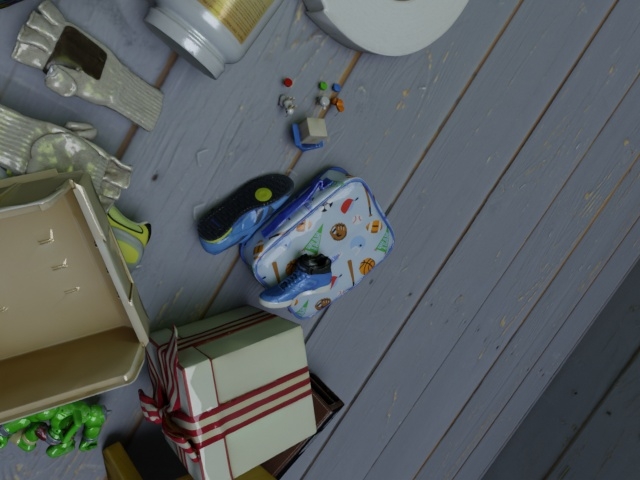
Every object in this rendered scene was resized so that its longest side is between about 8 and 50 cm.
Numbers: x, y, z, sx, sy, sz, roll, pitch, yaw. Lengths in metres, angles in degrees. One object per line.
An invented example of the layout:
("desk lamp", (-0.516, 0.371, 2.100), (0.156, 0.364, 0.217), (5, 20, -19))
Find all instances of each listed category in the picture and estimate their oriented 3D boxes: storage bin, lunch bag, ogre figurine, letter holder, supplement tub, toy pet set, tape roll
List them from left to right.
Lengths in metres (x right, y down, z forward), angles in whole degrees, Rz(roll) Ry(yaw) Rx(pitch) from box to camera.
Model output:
("storage bin", (-0.374, 0.073, 0.524), (0.260, 0.123, 0.262), (-15, 121, -11))
("ogre figurine", (-0.474, 0.336, 0.798), (0.118, 0.097, 0.197), (-43, 118, 9))
("supplement tub", (-0.140, -0.349, 0.621), (0.144, 0.144, 0.200), (35, 93, -38))
("letter holder", (-0.130, 0.432, 1.041), (0.302, 0.214, 0.152), (-49, 160, -2))
("toy pet set", (-0.020, -0.232, 0.824), (0.122, 0.065, 0.114), (-5, 81, -33))
("lunch bag", (0.000, 0.000, 0.907), (0.303, 0.115, 0.243), (-42, 126, -6))
("tape roll", (0.124, -0.522, 0.743), (0.392, 0.072, 0.392), (-14, 120, -26))

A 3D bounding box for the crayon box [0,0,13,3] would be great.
("crayon box", (-0.251, -0.371, 0.504), (0.323, 0.203, 0.083), (-34, 127, -13))

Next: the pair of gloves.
("pair of gloves", (-0.326, -0.169, 0.585), (0.204, 0.042, 0.240), (36, 58, -39))

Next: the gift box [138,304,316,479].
("gift box", (-0.191, 0.255, 0.817), (0.258, 0.255, 0.276), (-16, 98, -35))

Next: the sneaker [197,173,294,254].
("sneaker", (-0.138, -0.049, 0.835), (0.209, 0.069, 0.082), (-39, 156, -17))

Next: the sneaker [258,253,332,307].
("sneaker", (-0.045, 0.067, 0.812), (0.152, 0.058, 0.085), (-12, 122, -26))

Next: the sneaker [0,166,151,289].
("sneaker", (-0.409, -0.085, 0.621), (0.385, 0.145, 0.147), (57, 44, -31))

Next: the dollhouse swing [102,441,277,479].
("dollhouse swing", (-0.256, 0.567, 0.911), (0.315, 0.305, 0.347), (-10, 118, -26))
